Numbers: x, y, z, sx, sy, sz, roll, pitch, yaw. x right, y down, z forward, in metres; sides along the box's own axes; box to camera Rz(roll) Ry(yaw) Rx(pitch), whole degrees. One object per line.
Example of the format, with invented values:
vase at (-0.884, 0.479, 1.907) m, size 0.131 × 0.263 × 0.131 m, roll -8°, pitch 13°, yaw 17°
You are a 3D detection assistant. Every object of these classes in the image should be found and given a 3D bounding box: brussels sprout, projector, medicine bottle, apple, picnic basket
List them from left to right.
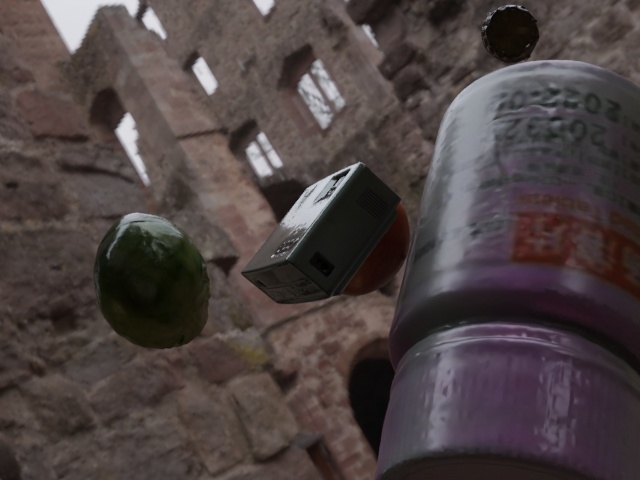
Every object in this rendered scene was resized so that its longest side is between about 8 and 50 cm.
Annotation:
brussels sprout at (-0.177, 0.044, 0.983) m, size 0.118 × 0.155 × 0.155 m, roll -31°, pitch -13°, yaw 15°
projector at (0.000, 0.000, 0.823) m, size 0.115 × 0.061 × 0.147 m, roll -54°, pitch 13°, yaw -17°
apple at (0.056, -0.004, 1.312) m, size 0.139 × 0.163 × 0.163 m, roll -19°, pitch -17°, yaw -18°
picnic basket at (0.223, -0.243, 1.083) m, size 0.072 × 0.072 × 0.083 m, roll -33°, pitch -2°, yaw 9°
medicine bottle at (0.173, 0.050, 0.750) m, size 0.219 × 0.219 × 0.388 m, roll -48°, pitch 18°, yaw 49°

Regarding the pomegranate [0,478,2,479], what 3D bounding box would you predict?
pomegranate at (-0.352, 0.287, 0.728) m, size 0.307 × 0.307 × 0.307 m, roll -29°, pitch -14°, yaw -8°
